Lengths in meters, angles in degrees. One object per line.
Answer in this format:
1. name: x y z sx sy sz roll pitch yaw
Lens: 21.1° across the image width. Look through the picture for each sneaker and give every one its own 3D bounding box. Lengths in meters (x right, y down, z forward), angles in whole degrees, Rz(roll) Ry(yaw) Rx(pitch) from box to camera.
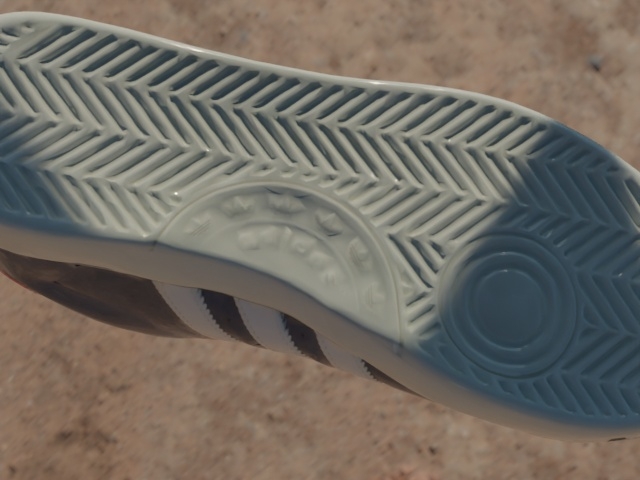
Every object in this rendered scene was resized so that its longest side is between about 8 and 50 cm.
1. sneaker: 0.000 0.000 0.751 0.350 0.148 0.131 20 75 -2
